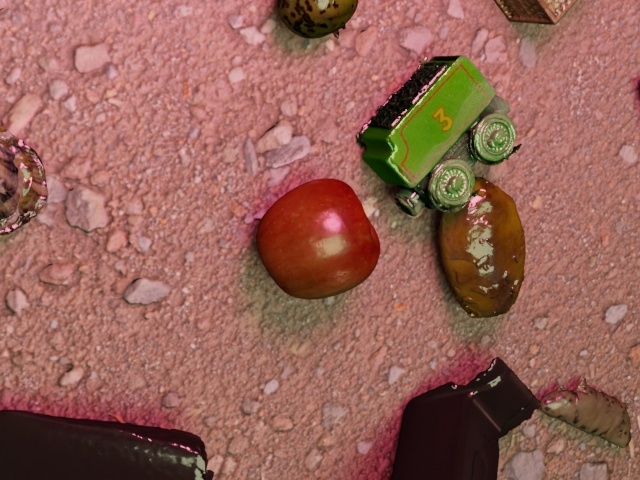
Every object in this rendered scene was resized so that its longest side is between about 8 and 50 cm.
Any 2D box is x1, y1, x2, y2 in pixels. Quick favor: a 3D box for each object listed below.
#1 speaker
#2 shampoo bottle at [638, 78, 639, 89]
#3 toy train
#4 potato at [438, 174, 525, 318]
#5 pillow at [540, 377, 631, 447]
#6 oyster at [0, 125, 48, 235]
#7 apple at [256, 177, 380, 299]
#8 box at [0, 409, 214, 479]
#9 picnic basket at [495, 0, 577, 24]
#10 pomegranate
[{"bbox_3d":[0.233,0.398,1.561,0.184,0.388,0.180,-26,122,35],"label":"speaker"},{"bbox_3d":[0.641,-0.183,1.723,0.103,0.061,0.258,-24,112,-14],"label":"shampoo bottle"},{"bbox_3d":[0.185,-0.163,1.506,0.188,0.132,0.243,44,83,-21],"label":"toy train"},{"bbox_3d":[0.270,0.011,1.591,0.149,0.113,0.251,-10,108,-16],"label":"potato"},{"bbox_3d":[0.515,0.319,1.805,0.241,0.051,0.093,27,98,-25],"label":"pillow"},{"bbox_3d":[-0.517,-0.123,1.225,0.351,0.158,0.162,39,52,-39],"label":"oyster"},{"bbox_3d":[0.000,0.000,1.448,0.168,0.181,0.181,-28,114,11],"label":"apple"},{"bbox_3d":[-0.349,0.427,1.416,0.350,0.091,0.359,10,101,-3],"label":"box"},{"bbox_3d":[0.328,-0.459,1.484,0.154,0.134,0.196,-48,115,-6],"label":"picnic basket"},{"bbox_3d":[-0.010,-0.366,1.384,0.122,0.122,0.162,-18,86,-17],"label":"pomegranate"}]
